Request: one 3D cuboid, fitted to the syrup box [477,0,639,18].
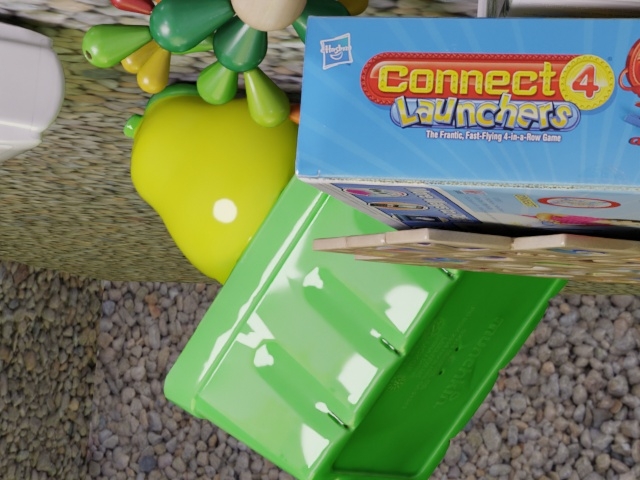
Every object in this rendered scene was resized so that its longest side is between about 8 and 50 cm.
[{"bbox_3d":[0.143,-0.146,0.896,0.096,0.093,0.237,4,173,2],"label":"syrup box"}]

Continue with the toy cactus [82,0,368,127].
[{"bbox_3d":[-0.042,-0.151,1.067,0.219,0.112,0.180,9,153,-16],"label":"toy cactus"}]

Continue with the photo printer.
[{"bbox_3d":[-0.378,-0.125,1.358,0.256,0.107,0.307,8,173,-23],"label":"photo printer"}]

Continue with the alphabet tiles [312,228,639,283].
[{"bbox_3d":[0.184,0.014,1.053,0.342,0.011,0.285,5,175,-22],"label":"alphabet tiles"}]

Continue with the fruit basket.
[{"bbox_3d":[0.000,0.000,1.453,0.392,0.392,0.283,-1,170,40],"label":"fruit basket"}]

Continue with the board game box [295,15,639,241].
[{"bbox_3d":[0.173,-0.049,0.907,0.302,0.086,0.308,2,174,15],"label":"board game box"}]
